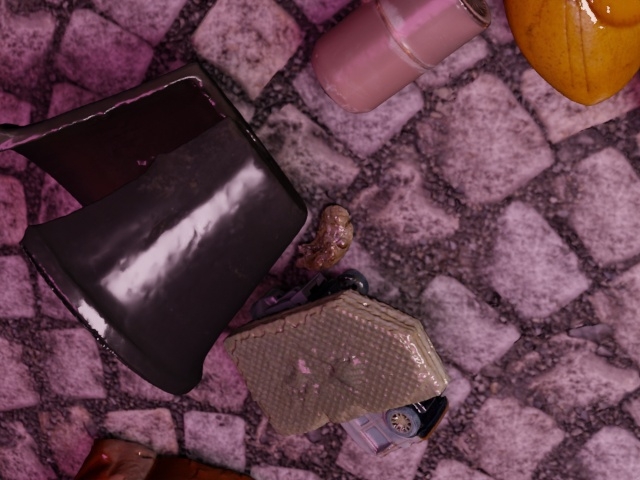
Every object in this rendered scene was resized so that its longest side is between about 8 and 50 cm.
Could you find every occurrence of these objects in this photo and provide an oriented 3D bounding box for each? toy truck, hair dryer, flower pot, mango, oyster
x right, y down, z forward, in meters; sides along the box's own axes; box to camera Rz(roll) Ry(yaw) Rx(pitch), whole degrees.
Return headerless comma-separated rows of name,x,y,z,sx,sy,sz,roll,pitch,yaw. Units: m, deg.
toy truck,0.031,0.151,1.391,0.257,0.108,0.140,50,128,-3
hair dryer,0.020,-0.327,1.233,0.189,0.107,0.344,-34,88,27
flower pot,-0.169,-0.038,1.289,0.251,0.379,0.379,-37,96,3
mango,0.266,-0.260,1.153,0.153,0.126,0.252,-11,113,9
oyster,0.000,0.000,1.377,0.080,0.038,0.083,-1,110,19

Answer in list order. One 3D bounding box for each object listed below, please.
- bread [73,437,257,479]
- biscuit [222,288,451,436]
bread,-0.211,0.438,1.562,0.327,0.114,0.295,10,112,12
biscuit,0.014,0.141,1.293,0.252,0.052,0.150,-20,104,35
